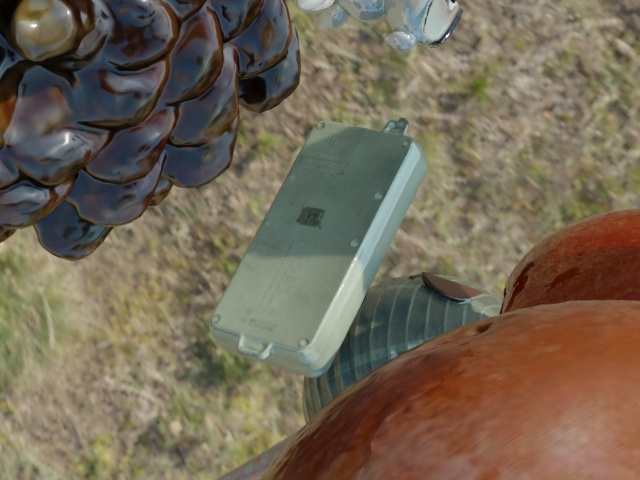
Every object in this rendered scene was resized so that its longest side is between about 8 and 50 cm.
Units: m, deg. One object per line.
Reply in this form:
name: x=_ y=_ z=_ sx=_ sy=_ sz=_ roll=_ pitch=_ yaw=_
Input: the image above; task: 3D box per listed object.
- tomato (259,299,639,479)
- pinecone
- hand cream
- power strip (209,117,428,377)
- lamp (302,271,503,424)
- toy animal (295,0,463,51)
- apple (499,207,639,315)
tomato: x=0.080 y=0.152 z=0.514 sx=0.264 sy=0.265 sz=0.265 roll=-10 pitch=119 yaw=-18
pinecone: x=-0.193 y=-0.194 z=0.942 sx=0.397 sy=0.398 sz=0.398 roll=-10 pitch=119 yaw=-18
hand cream: x=-0.029 y=0.178 z=1.181 sx=0.067 sy=0.043 sz=0.209 roll=9 pitch=152 yaw=-38
power strip: x=0.000 y=0.000 z=1.386 sx=0.270 sy=0.118 sz=0.046 roll=-63 pitch=147 yaw=-22
lamp: x=0.106 y=0.142 z=1.447 sx=0.233 sy=0.233 sz=0.265 roll=-53 pitch=144 yaw=10
toy animal: x=0.054 y=-0.208 z=1.297 sx=0.085 sy=0.124 sz=0.071 roll=-64 pitch=157 yaw=-1
apple: x=0.251 y=0.105 z=1.227 sx=0.216 sy=0.260 sz=0.260 roll=3 pitch=120 yaw=11
